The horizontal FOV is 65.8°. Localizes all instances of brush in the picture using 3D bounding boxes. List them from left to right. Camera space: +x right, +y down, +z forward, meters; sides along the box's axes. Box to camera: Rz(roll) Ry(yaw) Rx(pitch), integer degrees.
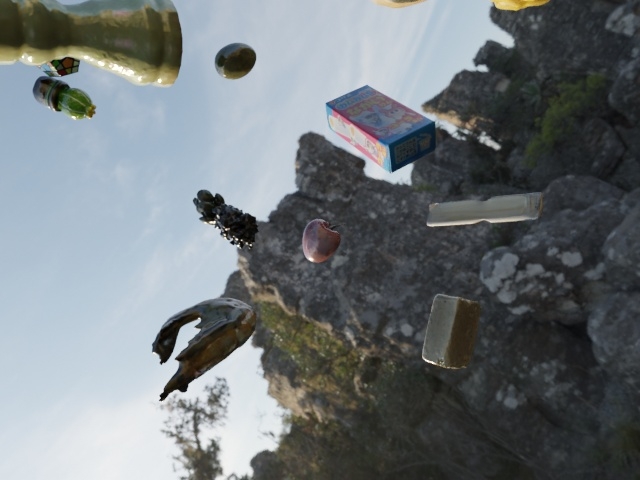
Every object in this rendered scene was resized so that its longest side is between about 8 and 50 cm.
[{"bbox_3d":[0.381,-0.066,1.165,0.321,0.050,0.060,-2,77,58],"label":"brush"}]

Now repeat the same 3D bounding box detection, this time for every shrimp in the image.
[{"bbox_3d":[-0.213,0.160,0.837,0.254,0.145,0.059,-37,-37,-49],"label":"shrimp"}]

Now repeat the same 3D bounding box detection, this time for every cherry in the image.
[{"bbox_3d":[0.002,0.003,1.362,0.087,0.106,0.126,5,-81,-63],"label":"cherry"}]

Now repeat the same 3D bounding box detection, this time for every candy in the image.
[{"bbox_3d":[0.159,-0.316,1.364,0.157,0.306,0.100,-29,-45,-15],"label":"candy"}]

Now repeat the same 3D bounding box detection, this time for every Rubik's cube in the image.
[{"bbox_3d":[-0.712,-0.507,1.338,0.133,0.133,0.111,91,-159,-62],"label":"Rubik's cube"}]

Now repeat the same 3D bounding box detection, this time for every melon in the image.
[{"bbox_3d":[-0.248,-0.525,1.445,0.131,0.098,0.098,-37,-22,-19],"label":"melon"}]

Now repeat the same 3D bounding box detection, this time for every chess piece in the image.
[{"bbox_3d":[-0.576,-0.495,1.179,0.442,0.234,0.234,-11,-47,-39],"label":"chess piece"}]

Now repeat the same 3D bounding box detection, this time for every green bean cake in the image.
[{"bbox_3d":[0.334,0.230,1.256,0.109,0.085,0.179,17,-95,-37],"label":"green bean cake"}]

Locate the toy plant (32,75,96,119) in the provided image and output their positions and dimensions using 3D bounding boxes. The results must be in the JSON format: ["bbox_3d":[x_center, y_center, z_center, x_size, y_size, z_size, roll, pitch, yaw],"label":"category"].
[{"bbox_3d":[-0.724,-0.401,1.411,0.092,0.163,0.093,-63,6,12],"label":"toy plant"}]

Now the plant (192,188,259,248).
[{"bbox_3d":[-0.201,-0.048,1.018,0.087,0.174,0.085,-27,-32,-54],"label":"plant"}]

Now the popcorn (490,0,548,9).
[{"bbox_3d":[0.336,-0.601,0.795,0.354,0.390,0.344,-38,-22,25],"label":"popcorn"}]

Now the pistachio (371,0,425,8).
[{"bbox_3d":[0.153,-0.389,0.553,0.214,0.193,0.318,-21,6,-30],"label":"pistachio"}]
